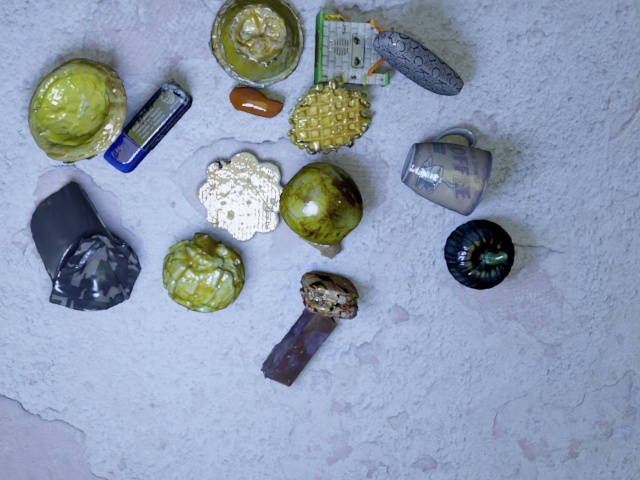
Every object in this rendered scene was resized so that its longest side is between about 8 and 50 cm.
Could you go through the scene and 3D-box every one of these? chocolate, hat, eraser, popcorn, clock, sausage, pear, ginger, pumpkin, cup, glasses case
[{"bbox_3d":[-0.075,0.379,1.977,0.112,0.112,0.321,36,95,-20],"label":"chocolate"},{"bbox_3d":[-0.767,0.014,1.846,0.366,0.257,0.382,-27,66,16],"label":"hat"},{"bbox_3d":[-0.546,-0.364,1.769,0.101,0.155,0.332,41,95,-12],"label":"eraser"},{"bbox_3d":[-0.378,0.112,1.827,0.282,0.282,0.247,37,93,-10],"label":"popcorn"},{"bbox_3d":[0.110,-0.619,1.809,0.255,0.106,0.220,1,102,-10],"label":"clock"},{"bbox_3d":[-0.212,-0.449,1.818,0.179,0.089,0.089,17,99,-2],"label":"sausage"},{"bbox_3d":[0.007,-0.117,1.801,0.283,0.283,0.284,-1,100,-5],"label":"pear"},{"bbox_3d":[0.005,-0.006,1.926,0.165,0.067,0.096,33,109,-8],"label":"ginger"},{"bbox_3d":[0.556,0.049,1.891,0.247,0.248,0.248,-1,100,-5],"label":"pumpkin"},{"bbox_3d":[0.421,-0.261,1.857,0.256,0.227,0.301,19,69,-4],"label":"cup"},{"bbox_3d":[0.314,-0.558,1.760,0.354,0.137,0.085,22,92,-36],"label":"glasses case"}]

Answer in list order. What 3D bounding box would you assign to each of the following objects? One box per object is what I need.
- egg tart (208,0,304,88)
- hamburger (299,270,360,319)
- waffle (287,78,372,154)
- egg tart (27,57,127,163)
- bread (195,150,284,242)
[{"bbox_3d":[-0.202,-0.645,1.764,0.314,0.120,0.315,-1,98,-6],"label":"egg tart"},{"bbox_3d":[0.035,0.180,1.884,0.230,0.231,0.107,12,107,-7],"label":"hamburger"},{"bbox_3d":[0.033,-0.394,1.827,0.262,0.060,0.280,29,113,-28],"label":"waffle"},{"bbox_3d":[-0.733,-0.393,1.722,0.345,0.132,0.346,-2,81,16],"label":"egg tart"},{"bbox_3d":[-0.262,-0.151,1.884,0.315,0.054,0.316,-1,99,-5],"label":"bread"}]
